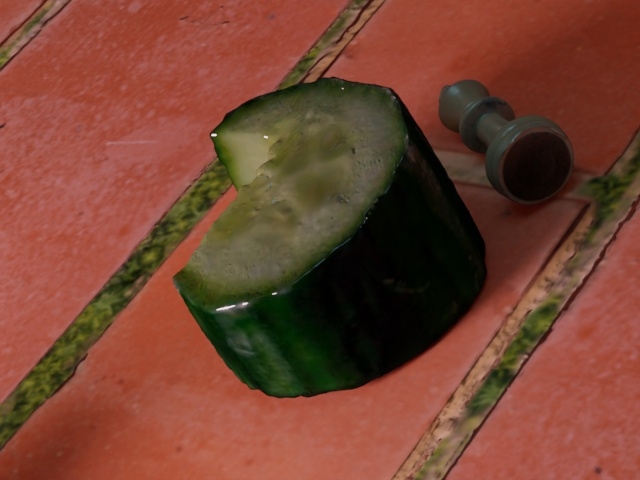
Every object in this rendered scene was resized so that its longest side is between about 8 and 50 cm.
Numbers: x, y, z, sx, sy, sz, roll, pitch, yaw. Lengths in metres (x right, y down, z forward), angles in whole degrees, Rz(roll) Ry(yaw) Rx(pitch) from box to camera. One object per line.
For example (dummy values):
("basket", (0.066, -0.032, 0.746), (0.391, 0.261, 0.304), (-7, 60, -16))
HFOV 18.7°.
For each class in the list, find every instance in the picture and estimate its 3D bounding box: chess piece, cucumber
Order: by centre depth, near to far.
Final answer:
("cucumber", (0.007, 0.002, 1.241), (0.191, 0.130, 0.191), (-22, 39, 19))
("chess piece", (0.113, -0.076, 1.320), (0.059, 0.059, 0.149), (-33, 32, -7))
